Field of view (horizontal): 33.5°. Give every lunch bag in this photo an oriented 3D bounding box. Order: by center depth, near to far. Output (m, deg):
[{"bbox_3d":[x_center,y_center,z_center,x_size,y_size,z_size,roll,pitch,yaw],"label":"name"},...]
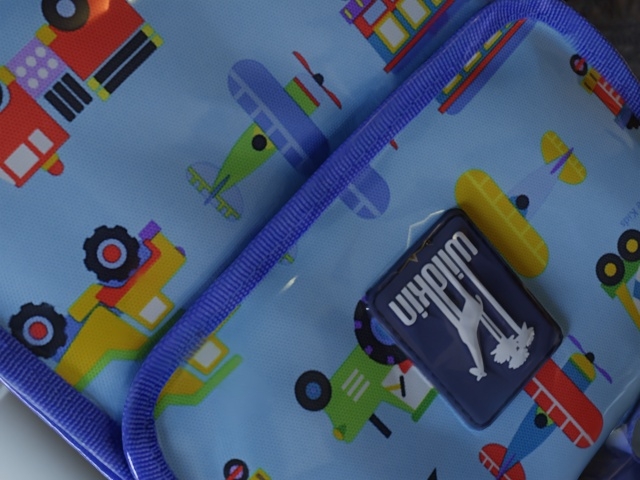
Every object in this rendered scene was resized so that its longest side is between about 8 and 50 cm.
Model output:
[{"bbox_3d":[0.000,0.000,0.381,0.221,0.293,0.138,-49,4,-17],"label":"lunch bag"}]
